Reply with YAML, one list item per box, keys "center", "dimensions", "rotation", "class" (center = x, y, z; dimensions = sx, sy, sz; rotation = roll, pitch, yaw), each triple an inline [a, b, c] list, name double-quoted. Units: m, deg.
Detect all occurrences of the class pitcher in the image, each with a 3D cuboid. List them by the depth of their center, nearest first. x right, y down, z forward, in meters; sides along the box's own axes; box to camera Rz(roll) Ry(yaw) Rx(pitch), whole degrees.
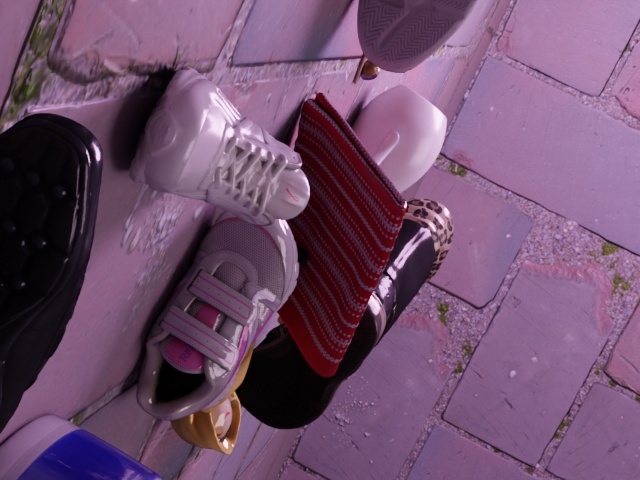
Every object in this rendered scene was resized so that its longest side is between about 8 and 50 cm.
- center: [0.083, -0.113, 1.630]
  dimensions: [0.207, 0.125, 0.178]
  rotation: [-53, 179, 1]
  class: "pitcher"

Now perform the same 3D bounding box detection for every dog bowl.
- center: [-0.233, 0.276, 0.918]
  dimensions: [0.265, 0.104, 0.265]
  rotation: [-61, 172, -14]
  class: "dog bowl"

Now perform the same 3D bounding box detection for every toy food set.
- center: [0.081, -0.249, 1.532]
  dimensions: [0.122, 0.019, 0.078]
  rotation: [-54, 169, -49]
  class: "toy food set"

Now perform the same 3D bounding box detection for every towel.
- center: [0.000, 0.000, 1.315]
  dimensions: [0.031, 0.199, 0.275]
  rotation: [-10, 139, -32]
  class: "towel"

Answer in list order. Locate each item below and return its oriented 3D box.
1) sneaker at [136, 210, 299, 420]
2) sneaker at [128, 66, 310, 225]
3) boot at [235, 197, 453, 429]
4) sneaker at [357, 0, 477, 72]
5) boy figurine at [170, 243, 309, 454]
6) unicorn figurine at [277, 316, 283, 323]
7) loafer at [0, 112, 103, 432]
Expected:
- center: [-0.102, 0.080, 1.129]
  dimensions: [0.252, 0.103, 0.111]
  rotation: [-66, 173, 21]
  class: "sneaker"
- center: [-0.061, -0.059, 0.862]
  dimensions: [0.090, 0.115, 0.232]
  rotation: [-63, 172, 4]
  class: "sneaker"
- center: [0.034, 0.106, 1.716]
  dimensions: [0.284, 0.138, 0.377]
  rotation: [-47, 177, -42]
  class: "boot"
- center: [0.148, -0.329, 1.310]
  dimensions: [0.321, 0.124, 0.180]
  rotation: [-63, 171, 6]
  class: "sneaker"
- center: [-0.107, 0.131, 1.332]
  dimensions: [0.177, 0.092, 0.285]
  rotation: [-53, 165, -65]
  class: "boy figurine"
- center: [-0.047, 0.052, 1.562]
  dimensions: [0.111, 0.060, 0.162]
  rotation: [-59, 175, 3]
  class: "unicorn figurine"
- center: [-0.166, 0.022, 0.624]
  dimensions: [0.223, 0.076, 0.078]
  rotation: [-62, 179, 30]
  class: "loafer"
